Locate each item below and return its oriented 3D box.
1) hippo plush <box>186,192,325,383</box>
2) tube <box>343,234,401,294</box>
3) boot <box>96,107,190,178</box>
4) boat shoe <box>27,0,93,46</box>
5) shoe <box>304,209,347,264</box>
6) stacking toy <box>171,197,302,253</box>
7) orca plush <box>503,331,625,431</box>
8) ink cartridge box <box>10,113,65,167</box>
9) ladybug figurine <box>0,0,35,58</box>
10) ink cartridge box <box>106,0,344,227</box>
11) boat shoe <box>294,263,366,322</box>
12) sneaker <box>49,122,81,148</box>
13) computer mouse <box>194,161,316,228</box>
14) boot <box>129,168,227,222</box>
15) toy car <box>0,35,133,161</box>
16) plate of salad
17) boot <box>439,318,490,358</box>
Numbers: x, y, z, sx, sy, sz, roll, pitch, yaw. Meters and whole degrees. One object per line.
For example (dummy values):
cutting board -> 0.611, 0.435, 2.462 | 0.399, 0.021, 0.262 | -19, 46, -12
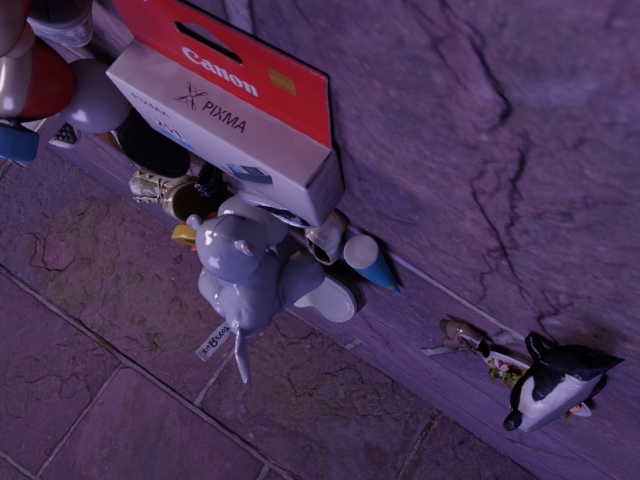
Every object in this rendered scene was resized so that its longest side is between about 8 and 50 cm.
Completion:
hippo plush -> -0.155, 0.032, 0.960 | 0.234, 0.294, 0.237 | 17, 142, 34
tube -> 0.086, 0.045, 0.888 | 0.080, 0.052, 0.207 | 40, 177, 23
boot -> -0.356, -0.187, 1.052 | 0.264, 0.096, 0.280 | 27, 173, -5
boat shoe -> -0.393, -0.322, 0.576 | 0.320, 0.118, 0.103 | 30, 167, -14
shoe -> 0.000, 0.000, 0.896 | 0.076, 0.058, 0.219 | 33, 168, 7
stacking toy -> -0.174, -0.029, 1.257 | 0.279, 0.131, 0.309 | 8, 171, -3
orca plush -> 0.286, 0.172, 0.716 | 0.102, 0.151, 0.287 | 64, -173, 30
ink cartridge box -> -0.658, -0.310, 1.086 | 0.283, 0.207, 0.117 | 37, 169, -9
ladybug figurine -> -0.369, -0.318, 0.361 | 0.305, 0.162, 0.449 | 14, 155, 34
ink cartridge box -> -0.118, -0.150, 0.622 | 0.296, 0.066, 0.261 | 31, 168, 14
boat shoe -> 0.018, 0.100, 1.162 | 0.305, 0.091, 0.109 | 2, 109, 64
sneaker -> -0.718, -0.332, 1.441 | 0.292, 0.110, 0.118 | 39, 178, 20
computer mouse -> -0.075, -0.080, 0.759 | 0.192, 0.106, 0.042 | 22, 148, 3
boot -> -0.284, -0.088, 1.013 | 0.165, 0.077, 0.213 | 11, -167, 10
toy car -> -0.386, -0.230, 0.833 | 0.238, 0.219, 0.210 | 6, -168, -46
plate of salad -> 0.363, 0.254, 0.942 | 0.199, 0.048, 0.200 | 32, 168, 8
boot -> 0.255, 0.180, 0.950 | 0.087, 0.042, 0.118 | 25, 163, 41
